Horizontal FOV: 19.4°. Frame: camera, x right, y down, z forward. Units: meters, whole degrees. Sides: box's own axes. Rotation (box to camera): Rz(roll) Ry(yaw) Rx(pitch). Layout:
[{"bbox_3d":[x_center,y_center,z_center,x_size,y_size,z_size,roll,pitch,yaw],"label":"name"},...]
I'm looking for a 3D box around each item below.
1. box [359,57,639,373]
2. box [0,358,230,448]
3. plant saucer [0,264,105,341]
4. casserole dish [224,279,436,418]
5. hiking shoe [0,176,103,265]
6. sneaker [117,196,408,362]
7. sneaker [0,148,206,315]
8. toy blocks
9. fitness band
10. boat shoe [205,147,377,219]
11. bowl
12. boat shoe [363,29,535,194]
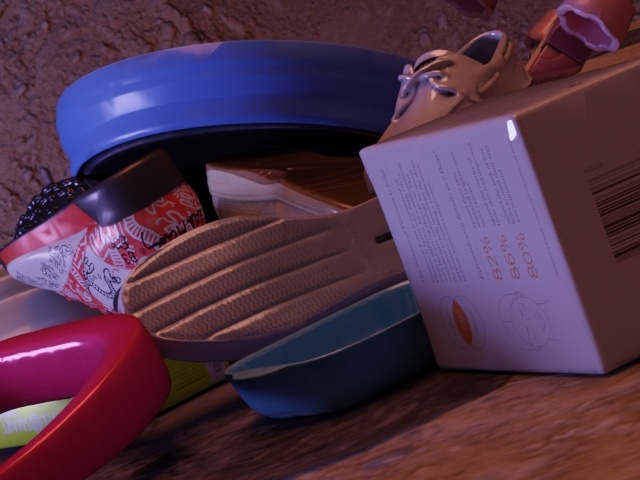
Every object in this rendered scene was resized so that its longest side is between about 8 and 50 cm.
[{"bbox_3d":[0.112,-0.009,0.940,0.091,0.130,0.170,-23,7,-23],"label":"box"},{"bbox_3d":[-0.156,0.100,1.262,0.109,0.042,0.178,-25,8,-41],"label":"box"},{"bbox_3d":[-0.245,0.067,1.609,0.400,0.101,0.400,-19,5,2],"label":"plant saucer"},{"bbox_3d":[0.033,0.057,1.060,0.188,0.037,0.114,-26,8,-38],"label":"casserole dish"},{"bbox_3d":[-0.243,0.018,1.813,0.114,0.086,0.227,19,-42,-36],"label":"hiking shoe"},{"bbox_3d":[-0.006,0.034,1.180,0.258,0.094,0.091,-13,-31,-22],"label":"sneaker"},{"bbox_3d":[-0.147,0.036,1.382,0.090,0.145,0.270,-32,3,-30],"label":"sneaker"},{"bbox_3d":[0.252,-0.184,1.766,0.260,0.309,0.288,-57,1,-13],"label":"toy blocks"},{"bbox_3d":[-0.209,0.118,1.086,0.291,0.054,0.209,-13,18,48],"label":"fitness band"},{"bbox_3d":[0.000,-0.014,1.560,0.109,0.098,0.302,-13,14,-30],"label":"boat shoe"},{"bbox_3d":[-0.058,-0.091,1.803,0.391,0.077,0.391,-2,-15,0],"label":"bowl"},{"bbox_3d":[0.092,-0.103,1.435,0.095,0.084,0.258,-17,9,26],"label":"boat shoe"}]
